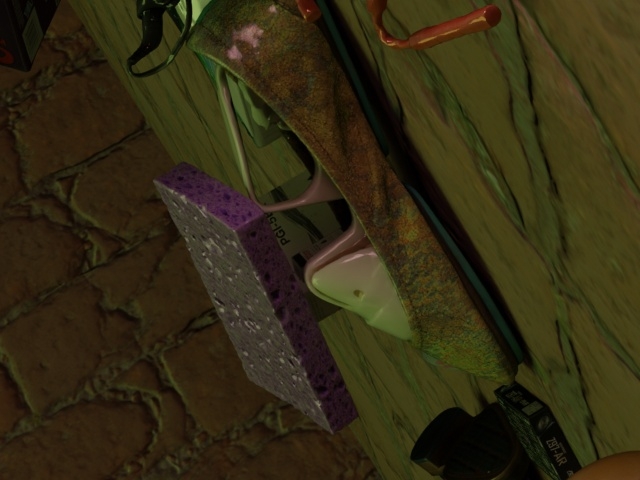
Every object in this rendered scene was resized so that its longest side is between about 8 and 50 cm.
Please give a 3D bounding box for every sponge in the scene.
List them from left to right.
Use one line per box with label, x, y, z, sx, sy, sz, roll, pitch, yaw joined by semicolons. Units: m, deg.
sponge;-0.046;0.044;1.458;0.117;0.031;0.210;30;151;49

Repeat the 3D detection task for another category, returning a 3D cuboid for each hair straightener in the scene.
hair straightener;-0.115;-0.225;1.362;0.089;0.047;0.230;-152;64;-65

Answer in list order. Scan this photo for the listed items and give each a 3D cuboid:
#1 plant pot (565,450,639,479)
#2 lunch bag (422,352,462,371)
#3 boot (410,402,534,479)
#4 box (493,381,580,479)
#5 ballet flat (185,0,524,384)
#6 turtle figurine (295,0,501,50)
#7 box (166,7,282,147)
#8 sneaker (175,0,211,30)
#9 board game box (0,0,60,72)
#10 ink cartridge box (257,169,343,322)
plant pot;0.178;0.169;1.091;0.134;0.134;0.095;61;-159;-14
lunch bag;0.093;0.064;1.517;0.083;0.053;0.071;47;171;19
boot;0.157;0.196;1.659;0.106;0.082;0.219;38;173;-10
box;0.164;0.146;1.491;0.067;0.018;0.083;61;174;-15
ballet flat;0.016;-0.027;1.404;0.348;0.123;0.123;60;174;-10
turtle figurine;-0.014;-0.192;0.971;0.217;0.087;0.269;44;177;-30
box;-0.127;-0.256;1.720;0.322;0.058;0.232;58;174;19
sneaker;-0.073;-0.214;1.444;0.212;0.080;0.094;62;162;-17
board game box;-0.198;-0.288;1.273;0.056;0.208;0.347;18;153;11
ink cartridge box;0.000;0.000;1.558;0.099;0.135;0.056;55;172;28
